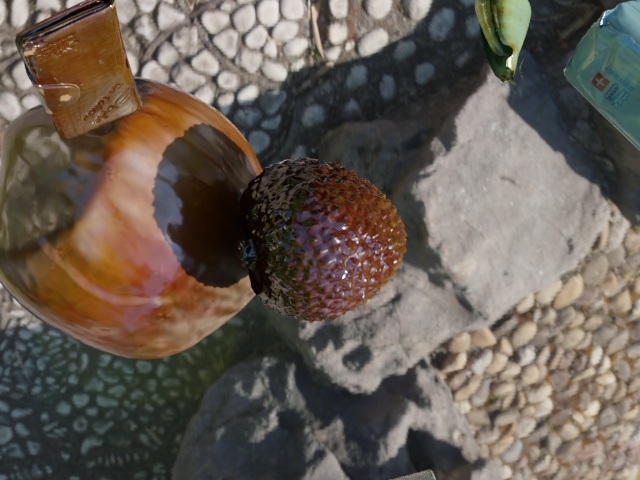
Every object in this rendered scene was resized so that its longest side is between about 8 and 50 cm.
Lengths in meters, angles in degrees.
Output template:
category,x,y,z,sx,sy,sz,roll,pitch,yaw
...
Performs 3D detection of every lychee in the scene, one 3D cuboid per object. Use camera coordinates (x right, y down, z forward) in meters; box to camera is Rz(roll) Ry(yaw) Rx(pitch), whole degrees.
category,x,y,z,sx,sy,sz,roll,pitch,yaw
lychee,-0.005,-0.002,0.946,0.195,0.194,0.194,-2,122,-3

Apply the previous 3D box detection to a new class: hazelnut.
category,x,y,z,sx,sy,sz,roll,pitch,yaw
hazelnut,-0.227,-0.031,1.063,0.373,0.315,0.372,1,88,-27

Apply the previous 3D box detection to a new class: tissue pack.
category,x,y,z,sx,sy,sz,roll,pitch,yaw
tissue pack,0.345,-0.092,0.715,0.263,0.177,0.089,50,135,15

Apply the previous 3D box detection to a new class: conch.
category,x,y,z,sx,sy,sz,roll,pitch,yaw
conch,0.264,-0.311,1.239,0.079,0.170,0.106,-17,143,28

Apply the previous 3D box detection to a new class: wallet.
category,x,y,z,sx,sy,sz,roll,pitch,yaw
wallet,-0.218,-0.152,0.789,0.095,0.026,0.176,-28,165,-15

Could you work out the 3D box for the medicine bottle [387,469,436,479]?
category,x,y,z,sx,sy,sz,roll,pitch,yaw
medicine bottle,0.035,0.371,1.030,0.252,0.144,0.144,-19,122,3
